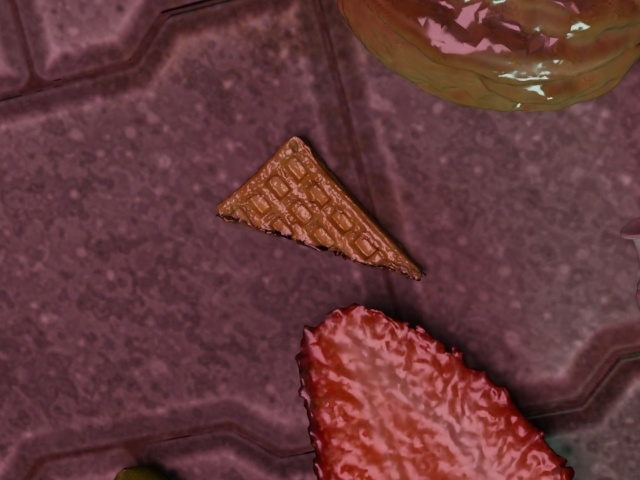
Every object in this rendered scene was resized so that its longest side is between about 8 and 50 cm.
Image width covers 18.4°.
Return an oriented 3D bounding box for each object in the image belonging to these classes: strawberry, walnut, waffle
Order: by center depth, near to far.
[{"bbox_3d":[0.123,-0.186,1.373,0.245,0.198,0.198,18,106,3],"label":"walnut"},{"bbox_3d":[0.085,0.181,1.509,0.188,0.106,0.286,-30,77,-1],"label":"strawberry"},{"bbox_3d":[0.000,0.000,1.536,0.152,0.023,0.097,47,112,3],"label":"waffle"}]

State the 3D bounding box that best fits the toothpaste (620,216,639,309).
[{"bbox_3d":[0.296,0.133,1.452,0.100,0.066,0.323,-17,103,15],"label":"toothpaste"}]

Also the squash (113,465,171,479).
[{"bbox_3d":[-0.106,0.270,1.607,0.066,0.066,0.201,-34,94,21],"label":"squash"}]
